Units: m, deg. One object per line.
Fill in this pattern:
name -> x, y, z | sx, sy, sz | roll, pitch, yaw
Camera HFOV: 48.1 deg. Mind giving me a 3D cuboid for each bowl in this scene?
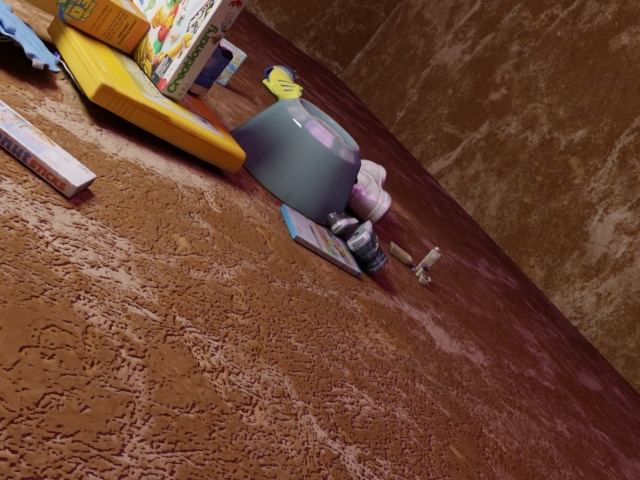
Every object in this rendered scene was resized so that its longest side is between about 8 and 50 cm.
bowl -> -0.033, -0.193, 1.563 | 0.311, 0.163, 0.311 | 36, 17, -13

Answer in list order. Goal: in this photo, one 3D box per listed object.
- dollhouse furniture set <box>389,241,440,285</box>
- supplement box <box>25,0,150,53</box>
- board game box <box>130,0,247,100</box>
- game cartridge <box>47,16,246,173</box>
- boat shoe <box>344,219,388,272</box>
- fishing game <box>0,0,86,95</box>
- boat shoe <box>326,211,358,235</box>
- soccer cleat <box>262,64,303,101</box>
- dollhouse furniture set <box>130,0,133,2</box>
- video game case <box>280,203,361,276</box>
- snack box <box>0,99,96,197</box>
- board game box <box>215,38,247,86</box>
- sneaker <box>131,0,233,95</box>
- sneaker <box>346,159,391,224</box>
dollhouse furniture set -> 0.229, 0.033, 1.708 | 0.114, 0.081, 0.091 | 37, 16, -13
supplement box -> -0.407, -0.406, 1.225 | 0.080, 0.078, 0.233 | 51, 18, 30
board game box -> -0.224, -0.426, 1.278 | 0.053, 0.305, 0.193 | 19, 24, -51
game cartridge -> -0.309, -0.265, 1.280 | 0.323, 0.053, 0.285 | 27, 18, -50
boat shoe -> 0.096, 0.016, 1.504 | 0.083, 0.065, 0.183 | 56, 10, -7
fishing game -> -0.466, -0.315, 1.079 | 0.189, 0.041, 0.264 | 50, 4, 33
boat shoe -> 0.045, -0.039, 1.508 | 0.040, 0.049, 0.142 | 52, 9, 8
soccer cleat -> -0.124, -0.484, 2.313 | 0.121, 0.093, 0.289 | 3, 33, -14
dollhouse furniture set -> -0.518, -0.610, 1.511 | 0.374, 0.201, 0.152 | 19, 27, -39
video game case -> 0.000, 0.000, 1.389 | 0.166, 0.015, 0.119 | 31, 18, -31
snack box -> -0.359, -0.121, 0.869 | 0.178, 0.022, 0.064 | 39, 17, -7
board game box -> -0.281, -0.479, 1.855 | 0.154, 0.103, 0.026 | 28, 20, -40
sneaker -> -0.270, -0.456, 1.454 | 0.330, 0.147, 0.130 | 60, 17, 15
sneaker -> 0.095, -0.156, 1.841 | 0.152, 0.114, 0.305 | 36, 16, -20
